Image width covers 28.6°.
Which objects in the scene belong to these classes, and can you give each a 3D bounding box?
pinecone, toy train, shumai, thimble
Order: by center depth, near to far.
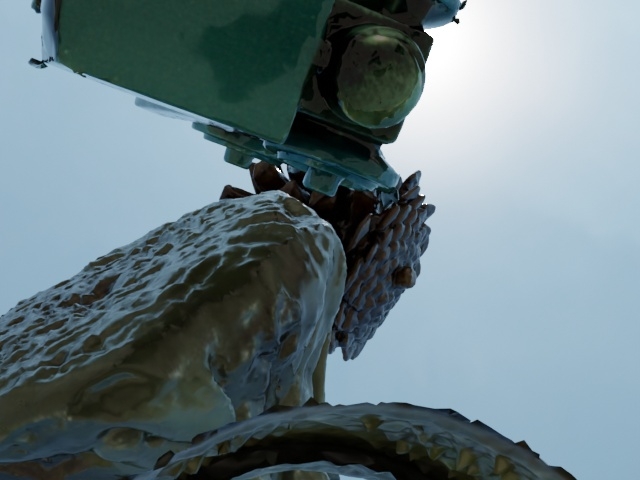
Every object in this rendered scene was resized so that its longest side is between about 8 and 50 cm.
[{"bbox_3d":[0.001,0.204,0.492,0.271,0.150,0.270,3,-104,-10],"label":"thimble"},{"bbox_3d":[-0.057,-0.107,0.660,0.194,0.298,0.120,18,-88,-19],"label":"toy train"},{"bbox_3d":[-0.091,0.141,0.856,0.309,0.304,0.263,-23,-73,10],"label":"shumai"},{"bbox_3d":[0.000,0.000,1.120,0.208,0.208,0.207,3,-116,-7],"label":"pinecone"}]
